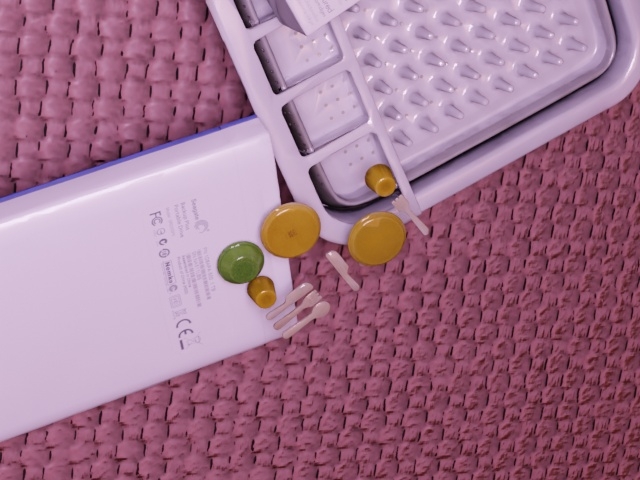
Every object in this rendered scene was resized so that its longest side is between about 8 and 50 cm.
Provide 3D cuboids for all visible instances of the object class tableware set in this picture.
[{"bbox_3d":[0.000,0.000,1.115,0.154,0.024,0.104,-38,122,4],"label":"tableware set"}]

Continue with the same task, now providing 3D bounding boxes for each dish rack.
[{"bbox_3d":[0.084,-0.183,1.137,0.333,0.072,0.285,-28,114,-10],"label":"dish rack"}]

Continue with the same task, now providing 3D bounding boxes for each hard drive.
[{"bbox_3d":[-0.179,0.042,1.096,0.319,0.040,0.210,-20,133,-14],"label":"hard drive"}]

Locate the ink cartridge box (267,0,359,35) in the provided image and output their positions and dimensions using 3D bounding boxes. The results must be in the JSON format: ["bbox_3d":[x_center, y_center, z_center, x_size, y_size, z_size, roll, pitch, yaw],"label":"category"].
[{"bbox_3d":[0.029,-0.242,1.023,0.181,0.061,0.104,-36,116,-8],"label":"ink cartridge box"}]
